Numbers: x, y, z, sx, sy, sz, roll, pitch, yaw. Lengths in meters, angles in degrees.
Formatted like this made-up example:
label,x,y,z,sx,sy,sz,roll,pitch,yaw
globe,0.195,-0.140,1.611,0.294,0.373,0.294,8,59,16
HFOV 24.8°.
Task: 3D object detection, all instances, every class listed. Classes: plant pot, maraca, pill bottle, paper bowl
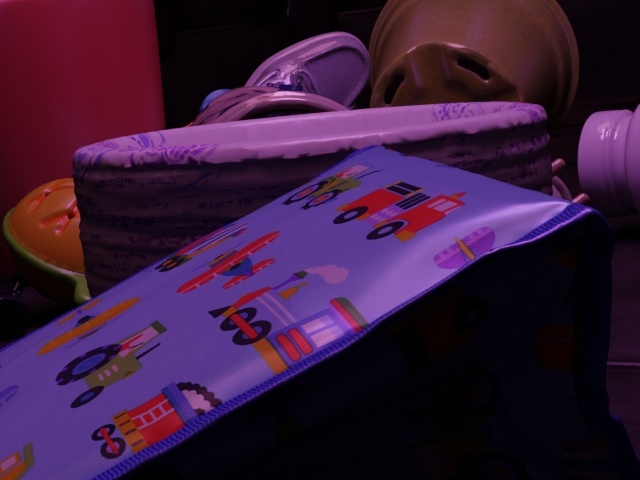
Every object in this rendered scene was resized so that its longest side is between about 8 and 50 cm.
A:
label,x,y,z,sx,sy,sz,roll,pitch,yaw
plant pot,-0.267,-0.103,1.393,0.275,0.243,0.275,-14,7,2
maraca,-0.173,0.012,1.136,0.127,0.099,0.186,-8,32,-38
pill bottle,0.328,-0.067,1.192,0.216,0.121,0.121,-1,9,35
plant pot,0.170,-0.183,1.772,0.276,0.276,0.254,-4,19,15
paper bowl,0.000,0.000,0.876,0.284,0.148,0.284,-7,7,1

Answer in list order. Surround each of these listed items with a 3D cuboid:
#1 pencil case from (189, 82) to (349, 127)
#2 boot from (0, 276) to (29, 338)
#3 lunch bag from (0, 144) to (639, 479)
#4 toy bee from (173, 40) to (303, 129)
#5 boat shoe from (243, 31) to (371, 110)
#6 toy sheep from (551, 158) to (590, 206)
label,x,y,z,sx,sy,sz,roll,pitch,yaw
pencil case,-0.035,-0.055,1.256,0.183,0.160,0.410,-19,8,-2
boot,-0.278,0.051,1.101,0.121,0.045,0.099,-1,8,-18
lunch bag,-0.060,0.075,0.539,0.293,0.138,0.221,-18,13,-13
toy bee,-0.095,-0.124,1.897,0.298,0.162,0.195,-37,-8,-1
boat shoe,-0.062,-0.123,1.669,0.320,0.118,0.103,-35,27,-13
toy sheep,0.156,-0.020,1.119,0.091,0.091,0.132,-6,-7,-1
